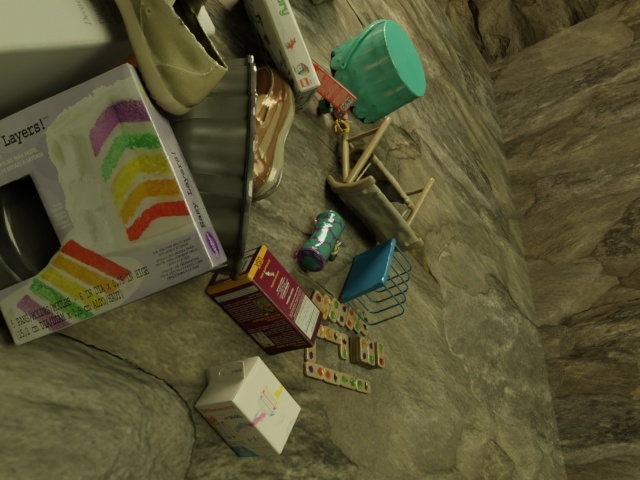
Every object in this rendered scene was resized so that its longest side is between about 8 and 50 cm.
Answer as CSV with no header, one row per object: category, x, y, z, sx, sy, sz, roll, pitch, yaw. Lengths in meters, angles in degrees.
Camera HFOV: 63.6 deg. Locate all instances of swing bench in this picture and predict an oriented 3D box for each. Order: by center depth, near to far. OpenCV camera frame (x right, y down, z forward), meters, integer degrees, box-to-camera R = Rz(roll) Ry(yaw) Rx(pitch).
swing bench,0.156,-0.134,1.355,0.253,0.165,0.254,48,45,-32

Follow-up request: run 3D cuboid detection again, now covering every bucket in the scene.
bucket,0.180,-0.510,1.558,0.281,0.183,0.280,31,50,-44

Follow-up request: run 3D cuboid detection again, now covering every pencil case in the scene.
pencil case,0.000,0.000,1.140,0.070,0.064,0.151,25,43,2

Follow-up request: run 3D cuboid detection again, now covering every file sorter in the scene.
file sorter,0.141,0.100,1.227,0.104,0.118,0.170,50,34,-20

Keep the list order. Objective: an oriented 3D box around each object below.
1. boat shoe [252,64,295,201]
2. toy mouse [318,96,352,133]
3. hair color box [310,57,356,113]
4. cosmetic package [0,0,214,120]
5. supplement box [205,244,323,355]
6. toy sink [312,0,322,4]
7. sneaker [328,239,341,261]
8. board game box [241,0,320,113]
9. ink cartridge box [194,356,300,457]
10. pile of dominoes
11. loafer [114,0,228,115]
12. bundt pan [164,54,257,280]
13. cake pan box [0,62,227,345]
boat shoe,-0.132,-0.235,1.024,0.116,0.123,0.324,31,47,-41
toy mouse,0.032,-0.349,1.395,0.143,0.031,0.161,63,29,4
hair color box,0.004,-0.392,1.274,0.167,0.053,0.093,27,21,-45
cosmetic package,-0.362,-0.248,0.593,0.453,0.230,0.161,-40,108,-55
supplement box,-0.093,0.110,0.910,0.188,0.104,0.080,52,37,-27
toy sink,0.016,-0.799,1.519,0.152,0.131,0.234,59,30,-16
sneaker,0.027,0.021,1.207,0.083,0.031,0.035,-65,170,-65
board game box,-0.095,-0.447,1.141,0.193,0.053,0.305,174,-105,-78
ink cartridge box,-0.118,0.256,0.811,0.143,0.092,0.090,55,37,-20
pile of dominoes,0.058,0.220,1.134,0.251,0.040,0.195,31,50,-45
loafer,-0.177,-0.277,0.566,0.102,0.092,0.268,-73,143,-73
bundt pan,-0.173,-0.107,0.756,0.124,0.331,0.330,3,66,-14
cake pan box,-0.276,-0.035,0.595,0.070,0.267,0.245,-32,102,-83
